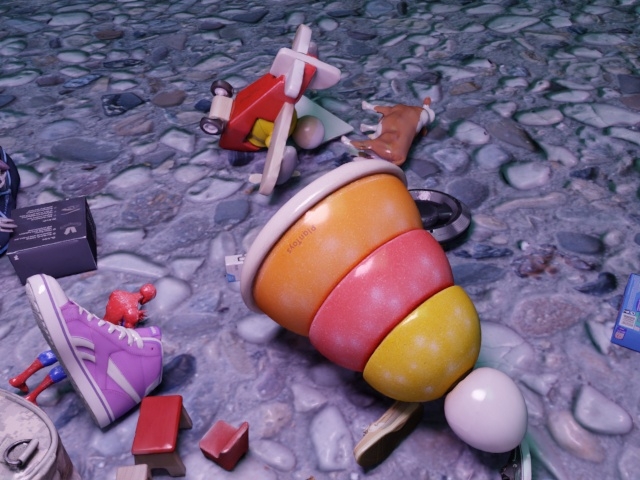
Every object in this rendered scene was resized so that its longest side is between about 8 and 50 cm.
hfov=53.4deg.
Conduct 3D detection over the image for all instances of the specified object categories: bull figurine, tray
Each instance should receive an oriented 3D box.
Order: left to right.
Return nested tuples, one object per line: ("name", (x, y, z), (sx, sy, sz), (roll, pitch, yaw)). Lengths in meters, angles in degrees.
("tray", (-0.044, -0.330, 1.766), (0.145, 0.030, 0.270), (-27, 46, -25))
("bull figurine", (0.182, -0.287, 1.653), (0.188, 0.101, 0.310), (9, 39, 19))

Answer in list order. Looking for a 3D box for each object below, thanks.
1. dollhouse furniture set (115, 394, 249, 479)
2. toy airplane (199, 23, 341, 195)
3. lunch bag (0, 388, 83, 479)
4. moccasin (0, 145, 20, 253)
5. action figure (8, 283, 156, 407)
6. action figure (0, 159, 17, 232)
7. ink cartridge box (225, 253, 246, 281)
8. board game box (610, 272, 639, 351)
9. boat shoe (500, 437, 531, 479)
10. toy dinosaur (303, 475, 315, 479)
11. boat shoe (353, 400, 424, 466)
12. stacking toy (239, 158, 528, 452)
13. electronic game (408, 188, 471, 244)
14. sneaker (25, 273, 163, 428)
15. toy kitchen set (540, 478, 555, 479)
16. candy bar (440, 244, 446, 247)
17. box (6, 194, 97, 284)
("dollhouse furniture set", (-0.181, 0.358, 0.862), (0.201, 0.152, 0.374), (-3, 40, -1))
("toy airplane", (-0.080, -0.324, 1.544), (0.386, 0.272, 0.384), (-54, 34, 9))
("lunch bag", (-0.413, 0.326, 0.796), (0.255, 0.305, 0.213), (5, 41, 11))
("moccasin", (-0.771, -0.096, 1.451), (0.137, 0.117, 0.342), (-13, 44, -13))
("action figure", (-0.388, 0.192, 1.133), (0.280, 0.139, 0.091), (-43, 55, -10))
("action figure", (-0.707, -0.042, 1.294), (0.185, 0.099, 0.285), (-14, 64, 6))
("ink cartridge box", (-0.151, 0.054, 1.302), (0.083, 0.048, 0.028), (-6, 40, -7))
("board game box", (0.652, 0.154, 1.148), (0.210, 0.047, 0.160), (19, 44, 24))
("boat shoe", (0.285, 0.350, 0.933), (0.040, 0.049, 0.142), (6, 43, 10))
("toy dinosaur", (-0.002, 0.410, 0.864), (0.112, 0.064, 0.211), (-15, 42, -16))
("boat shoe", (0.101, 0.296, 1.002), (0.153, 0.056, 0.048), (-32, 41, -34))
("stacking toy", (0.128, 0.139, 1.012), (0.350, 0.351, 0.480), (-28, 64, -27))
("electronic game", (0.217, -0.052, 1.408), (0.229, 0.048, 0.229), (-4, 32, 3))
("sneaker", (-0.350, 0.148, 1.027), (0.161, 0.282, 0.102), (-32, 32, -25))
("toy kitchen set", (0.291, 0.418, 0.789), (0.166, 0.122, 0.207), (39, 66, 16))
("candy bar", (0.210, 0.041, 1.324), (0.040, 0.018, 0.161), (24, 47, 29))
("box", (-0.566, -0.003, 1.353), (0.155, 0.093, 0.158), (-13, 40, -11))
